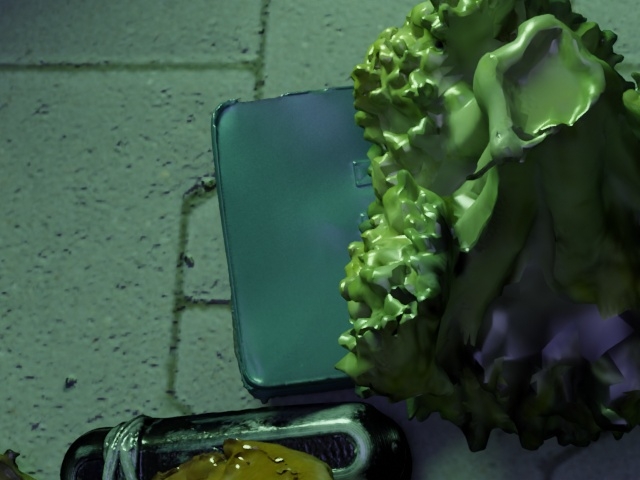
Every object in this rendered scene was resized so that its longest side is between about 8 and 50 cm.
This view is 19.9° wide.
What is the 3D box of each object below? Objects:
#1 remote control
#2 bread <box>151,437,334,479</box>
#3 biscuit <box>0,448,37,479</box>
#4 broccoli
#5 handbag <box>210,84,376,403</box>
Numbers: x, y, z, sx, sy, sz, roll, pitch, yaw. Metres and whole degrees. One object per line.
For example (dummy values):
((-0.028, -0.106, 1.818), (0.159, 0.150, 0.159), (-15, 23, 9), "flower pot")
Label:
((-0.068, 0.161, 1.310), (0.266, 0.066, 0.090), (-5, 65, 12), "remote control")
((-0.048, 0.315, 1.127), (0.215, 0.398, 0.398), (30, 87, -26), "bread")
((-0.251, 0.278, 1.350), (0.187, 0.036, 0.273), (-5, 78, 13), "biscuit")
((0.157, -0.044, 1.178), (0.293, 0.281, 0.348), (-1, 73, 9), "broccoli")
((0.000, 0.000, 1.326), (0.144, 0.057, 0.221), (-7, 74, 1), "handbag")
